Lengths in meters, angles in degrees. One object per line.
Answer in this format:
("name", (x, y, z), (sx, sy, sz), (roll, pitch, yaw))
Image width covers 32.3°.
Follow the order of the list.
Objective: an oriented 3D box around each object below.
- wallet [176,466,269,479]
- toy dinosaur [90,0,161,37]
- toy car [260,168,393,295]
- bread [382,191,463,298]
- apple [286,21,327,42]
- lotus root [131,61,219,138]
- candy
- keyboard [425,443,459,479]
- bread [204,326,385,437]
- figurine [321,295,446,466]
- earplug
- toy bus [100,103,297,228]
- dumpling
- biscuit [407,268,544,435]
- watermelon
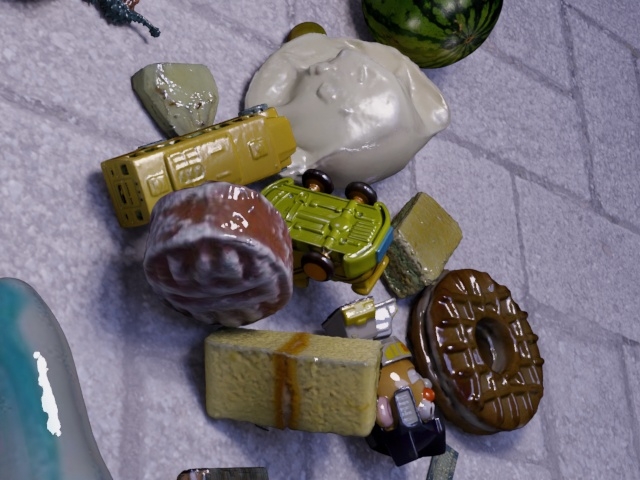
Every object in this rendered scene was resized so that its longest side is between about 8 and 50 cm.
("wallet", (-0.118, 0.481, 1.573), (0.169, 0.044, 0.317), (9, 63, -44))
("toy dinosaur", (-0.329, -0.386, 1.833), (0.154, 0.049, 0.055), (32, 46, -23))
("toy car", (0.000, 0.000, 1.848), (0.200, 0.247, 0.142), (-54, 151, -35))
("bread", (0.181, 0.006, 2.096), (0.138, 0.102, 0.196), (54, 38, -13))
("apple", (-0.022, -0.375, 2.123), (0.089, 0.074, 0.090), (40, 44, -54))
("lotus root", (-0.222, -0.229, 1.840), (0.143, 0.070, 0.144), (-16, 81, -48))
("candy", (-0.148, 0.022, 1.637), (0.289, 0.214, 0.157), (76, 13, -60))
("keyboard", (0.208, 0.434, 1.955), (0.055, 0.014, 0.176), (40, 45, -18))
("bread", (-0.041, 0.199, 1.670), (0.142, 0.266, 0.178), (77, 19, -66))
("figurine", (0.109, 0.241, 1.860), (0.308, 0.143, 0.308), (25, 52, -36))
("earplug", (-0.372, 0.198, 1.393), (0.185, 0.185, 0.324), (6, 58, -43))
("toy bus", (-0.174, -0.124, 1.750), (0.335, 0.123, 0.121), (-24, 101, -35))
("dumpling", (0.027, -0.242, 2.018), (0.395, 0.233, 0.315), (-25, 68, -24))
("biscuit", (0.302, 0.212, 2.105), (0.332, 0.103, 0.332), (24, 52, -35))
("watermelon", (0.226, -0.495, 2.276), (0.285, 0.285, 0.285), (23, 53, -36))
